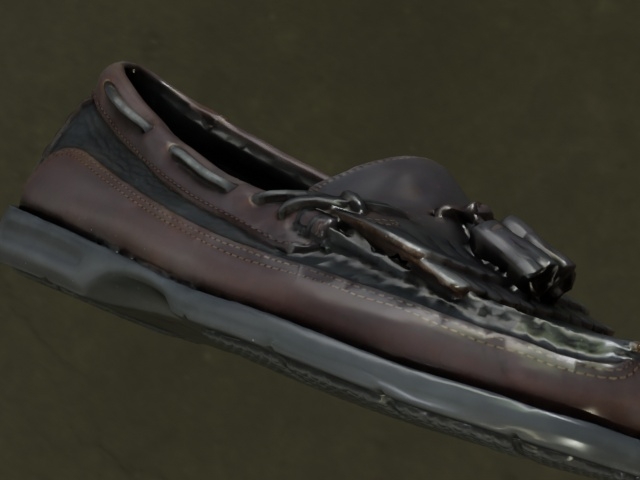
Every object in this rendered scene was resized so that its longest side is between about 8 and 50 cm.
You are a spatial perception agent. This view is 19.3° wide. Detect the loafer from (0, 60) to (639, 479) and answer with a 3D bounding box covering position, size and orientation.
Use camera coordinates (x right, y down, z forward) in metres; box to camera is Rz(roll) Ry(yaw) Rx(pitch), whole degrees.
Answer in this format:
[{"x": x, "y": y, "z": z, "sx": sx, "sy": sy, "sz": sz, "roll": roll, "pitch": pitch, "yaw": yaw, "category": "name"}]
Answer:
[{"x": 0.000, "y": 0.000, "z": 0.632, "sx": 0.109, "sy": 0.302, "sz": 0.095, "roll": 24, "pitch": 84, "yaw": -46, "category": "loafer"}]
